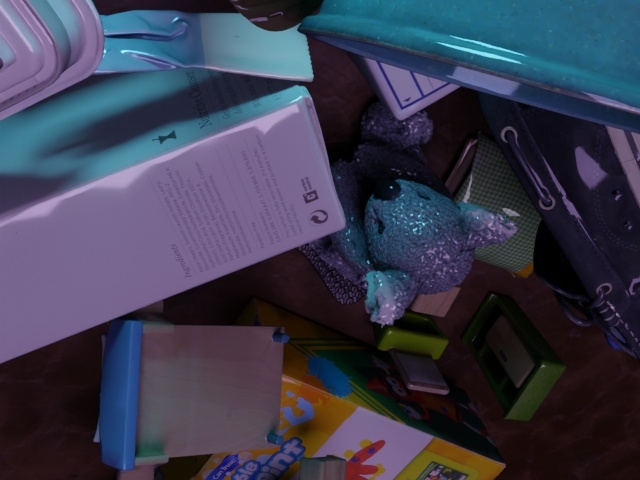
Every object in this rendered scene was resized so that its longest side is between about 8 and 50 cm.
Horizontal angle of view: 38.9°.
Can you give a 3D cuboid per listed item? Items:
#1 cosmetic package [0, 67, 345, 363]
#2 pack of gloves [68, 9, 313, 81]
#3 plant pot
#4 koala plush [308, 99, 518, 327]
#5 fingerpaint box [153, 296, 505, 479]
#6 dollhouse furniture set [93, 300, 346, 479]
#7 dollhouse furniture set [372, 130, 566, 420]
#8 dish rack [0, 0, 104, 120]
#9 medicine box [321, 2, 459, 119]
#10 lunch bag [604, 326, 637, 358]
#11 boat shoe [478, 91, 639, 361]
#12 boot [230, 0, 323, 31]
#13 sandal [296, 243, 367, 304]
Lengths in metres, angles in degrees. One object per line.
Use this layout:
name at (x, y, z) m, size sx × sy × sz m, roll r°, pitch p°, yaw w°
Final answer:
cosmetic package at (-0.195, -0.053, 0.863) m, size 0.385 × 0.217 × 0.156 m, roll -21°, pitch 128°, yaw -5°
pack of gloves at (-0.136, -0.205, 0.799) m, size 0.232 × 0.195 × 0.046 m, roll 0°, pitch 147°, yaw -17°
plant pot at (0.195, -0.249, 0.582) m, size 0.341 × 0.341 × 0.334 m, roll 12°, pitch 101°, yaw -24°
koala plush at (0.089, -0.012, 0.943) m, size 0.196 × 0.221 × 0.203 m, roll -34°, pitch 119°, yaw -8°
fingerpaint box at (-0.048, 0.340, 1.211) m, size 0.371 × 0.163 × 0.444 m, roll 26°, pitch 112°, yaw -27°
dollhouse furniture set at (-0.127, 0.203, 0.978) m, size 0.286 × 0.198 × 0.303 m, roll 3°, pitch 88°, yaw -39°
dollhouse furniture set at (0.219, 0.050, 1.101) m, size 0.198 × 0.151 × 0.301 m, roll 13°, pitch 119°, yaw -25°
dish rack at (-0.356, -0.187, 0.686) m, size 0.333 × 0.072 × 0.285 m, roll -16°, pitch 120°, yaw 32°
medicine box at (0.121, -0.305, 0.821) m, size 0.289 × 0.149 × 0.263 m, roll -30°, pitch 128°, yaw 4°
lunch bag at (0.469, 0.014, 1.157) m, size 0.243 × 0.115 × 0.303 m, roll -34°, pitch 132°, yaw -21°
boat shoe at (0.303, 0.007, 0.926) m, size 0.156 × 0.186 × 0.500 m, roll -16°, pitch 122°, yaw 25°
boot at (-0.087, -0.312, 0.678) m, size 0.089 × 0.269 × 0.236 m, roll -24°, pitch 132°, yaw -4°
sandal at (0.000, 0.000, 1.063) m, size 0.067 × 0.040 × 0.179 m, roll -31°, pitch 119°, yaw -5°
